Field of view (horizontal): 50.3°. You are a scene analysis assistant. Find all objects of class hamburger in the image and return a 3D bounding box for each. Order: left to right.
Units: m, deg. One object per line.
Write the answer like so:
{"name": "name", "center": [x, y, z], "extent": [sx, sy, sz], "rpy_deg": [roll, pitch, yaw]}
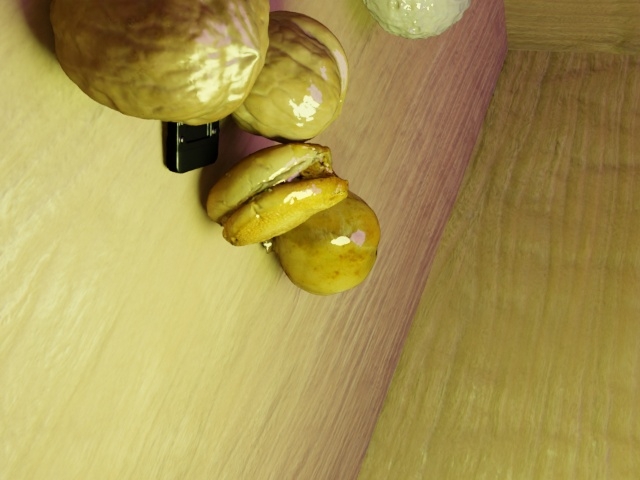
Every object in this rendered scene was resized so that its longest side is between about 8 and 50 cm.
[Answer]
{"name": "hamburger", "center": [-0.101, -0.101, 1.515], "extent": [0.170, 0.314, 0.290], "rpy_deg": [64, 22, 10]}

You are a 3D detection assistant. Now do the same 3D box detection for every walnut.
{"name": "walnut", "center": [-0.237, -0.329, 1.073], "extent": [0.306, 0.343, 0.306], "rpy_deg": [-50, 152, -41]}
{"name": "walnut", "center": [-0.075, -0.342, 1.466], "extent": [0.296, 0.285, 0.285], "rpy_deg": [-68, 157, -62]}

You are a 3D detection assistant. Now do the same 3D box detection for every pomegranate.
{"name": "pomegranate", "center": [0.018, -0.005, 1.759], "extent": [0.307, 0.307, 0.308], "rpy_deg": [-34, 129, -56]}

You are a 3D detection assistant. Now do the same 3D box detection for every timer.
{"name": "timer", "center": [-0.262, -0.239, 1.387], "extent": [0.144, 0.055, 0.188], "rpy_deg": [-31, 130, -57]}

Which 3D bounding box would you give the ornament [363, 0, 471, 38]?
{"name": "ornament", "center": [0.274, -0.754, 1.982], "extent": [0.337, 0.336, 0.337], "rpy_deg": [-34, 129, -56]}
